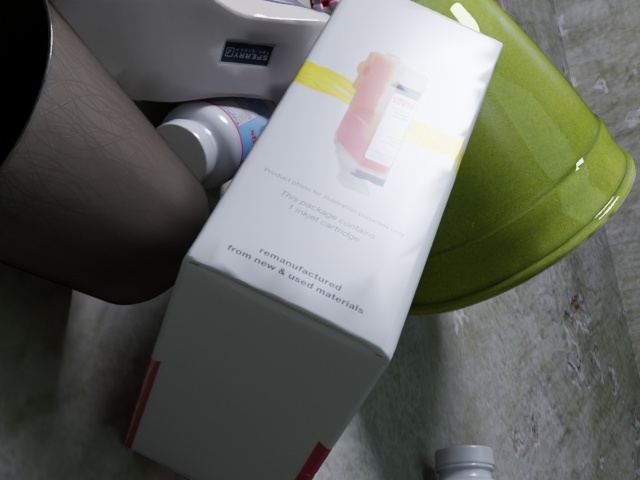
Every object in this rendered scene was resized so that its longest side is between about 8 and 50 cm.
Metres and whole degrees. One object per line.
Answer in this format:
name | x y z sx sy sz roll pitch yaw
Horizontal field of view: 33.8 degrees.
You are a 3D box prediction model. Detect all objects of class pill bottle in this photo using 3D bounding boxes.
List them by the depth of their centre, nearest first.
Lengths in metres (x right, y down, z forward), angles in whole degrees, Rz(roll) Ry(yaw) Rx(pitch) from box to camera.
pill bottle | -0.104 -0.100 1.033 0.160 0.087 0.087 -42 116 -61
pill bottle | 0.199 0.373 1.419 0.108 0.108 0.180 35 47 -55

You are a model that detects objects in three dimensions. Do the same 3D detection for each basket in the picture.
basket | -0.191 -0.054 0.772 0.227 0.154 0.204 44 39 -55

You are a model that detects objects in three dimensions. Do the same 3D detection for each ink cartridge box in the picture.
ink cartridge box | 0.000 0.000 0.917 0.279 0.160 0.385 114 2 -47

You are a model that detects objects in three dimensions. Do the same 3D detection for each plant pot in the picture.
plant pot | 0.150 -0.155 1.333 0.353 0.366 0.366 56 31 -16

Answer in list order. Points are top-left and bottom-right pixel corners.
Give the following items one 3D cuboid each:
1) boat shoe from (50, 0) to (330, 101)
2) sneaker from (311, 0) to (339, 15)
boat shoe | -0.140 -0.214 0.998 0.340 0.127 0.158 5 29 -48
sneaker | 0.008 -0.358 1.437 0.057 0.047 0.119 -15 100 -71
